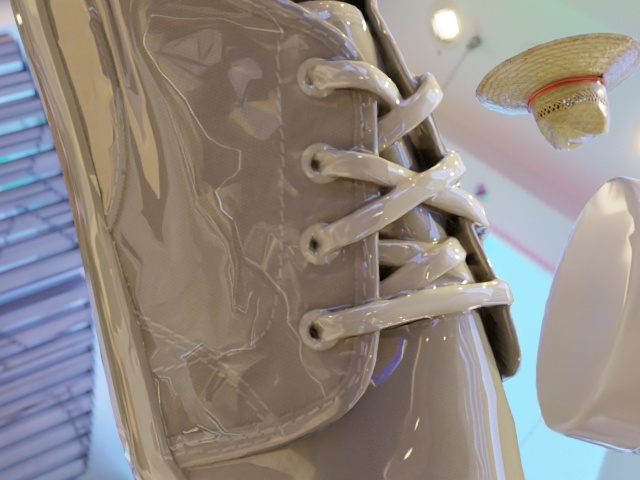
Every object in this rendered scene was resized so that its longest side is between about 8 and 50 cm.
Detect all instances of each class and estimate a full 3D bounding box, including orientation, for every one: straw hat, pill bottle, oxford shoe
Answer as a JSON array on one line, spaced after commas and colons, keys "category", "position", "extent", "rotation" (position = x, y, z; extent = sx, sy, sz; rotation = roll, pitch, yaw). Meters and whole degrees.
[{"category": "straw hat", "position": [0.198, -0.104, 1.041], "extent": [0.144, 0.144, 0.061], "rotation": [-36, -120, 54]}, {"category": "pill bottle", "position": [0.370, 0.094, 0.943], "extent": [0.224, 0.392, 0.224], "rotation": [-165, -90, -85]}, {"category": "oxford shoe", "position": [0.000, 0.000, 0.505], "extent": [0.130, 0.169, 0.449], "rotation": [-32, -105, 39]}]
